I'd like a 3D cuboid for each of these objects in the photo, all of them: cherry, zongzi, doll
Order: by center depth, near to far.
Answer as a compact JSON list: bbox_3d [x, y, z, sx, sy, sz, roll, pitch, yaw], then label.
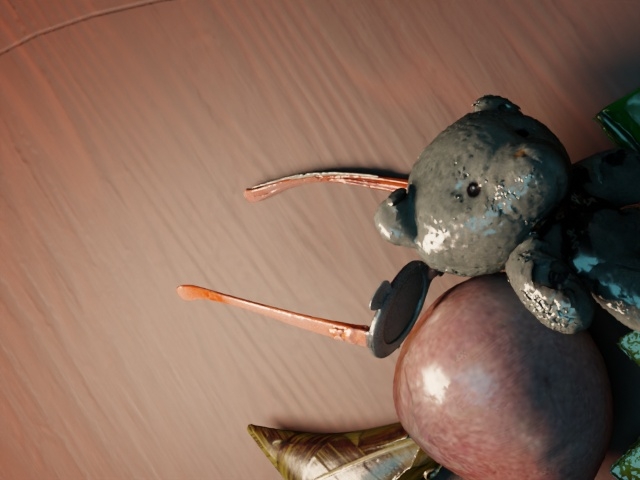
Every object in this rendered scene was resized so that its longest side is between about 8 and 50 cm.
[{"bbox_3d":[0.240,-0.026,1.870,0.340,0.246,0.158,23,143,22],"label":"doll"},{"bbox_3d":[0.191,0.146,1.963,0.239,0.239,0.206,21,73,19],"label":"cherry"},{"bbox_3d":[0.034,0.210,2.117,0.187,0.084,0.184,-45,70,15],"label":"zongzi"}]

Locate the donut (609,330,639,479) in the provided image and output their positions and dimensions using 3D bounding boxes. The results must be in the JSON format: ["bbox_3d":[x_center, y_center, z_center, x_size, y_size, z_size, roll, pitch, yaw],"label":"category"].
[{"bbox_3d":[0.366,0.165,1.970,0.146,0.078,0.181,3,93,21],"label":"donut"}]

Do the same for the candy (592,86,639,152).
[{"bbox_3d":[0.368,-0.122,1.924,0.141,0.078,0.203,58,136,17],"label":"candy"}]

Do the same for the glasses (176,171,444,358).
[{"bbox_3d":[0.000,0.000,2.018,0.268,0.234,0.118,12,137,20],"label":"glasses"}]
